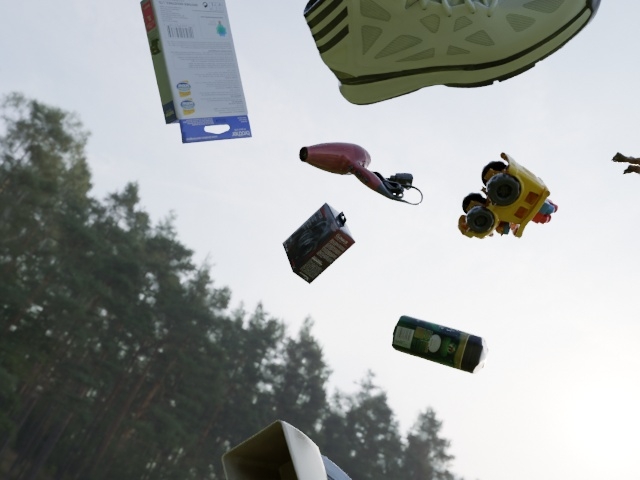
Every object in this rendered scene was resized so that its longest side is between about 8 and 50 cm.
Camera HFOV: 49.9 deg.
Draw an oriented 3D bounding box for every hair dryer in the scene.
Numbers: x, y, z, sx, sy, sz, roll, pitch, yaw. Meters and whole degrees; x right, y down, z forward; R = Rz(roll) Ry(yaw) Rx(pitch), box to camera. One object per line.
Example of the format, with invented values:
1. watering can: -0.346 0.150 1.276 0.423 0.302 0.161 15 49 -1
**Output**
1. hair dryer: 0.094 -0.170 1.581 0.294 0.080 0.223 15 15 -1

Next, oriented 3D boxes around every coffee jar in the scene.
1. coffee jar: 0.243 0.210 1.388 0.185 0.079 0.096 15 -7 24

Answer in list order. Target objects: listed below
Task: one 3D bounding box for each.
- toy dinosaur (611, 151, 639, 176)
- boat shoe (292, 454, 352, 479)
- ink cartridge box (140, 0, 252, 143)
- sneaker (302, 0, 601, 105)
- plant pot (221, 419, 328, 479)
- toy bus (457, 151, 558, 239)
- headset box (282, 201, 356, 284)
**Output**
1. toy dinosaur: 0.781 -0.144 1.532 0.200 0.127 0.296 49 15 27
2. boat shoe: 0.046 0.380 0.916 0.229 0.076 0.080 35 -36 31
3. ink cartridge box: -0.260 -0.358 1.458 0.065 0.186 0.310 -12 -89 48
4. sneaker: 0.171 -0.365 1.036 0.448 0.169 0.257 -11 -38 29
5. plant pot: -0.049 0.313 0.901 0.109 0.109 0.096 -36 -37 20
6. toy bus: 0.481 -0.080 1.733 0.212 0.149 0.220 28 -68 -8
7. headset box: 0.000 0.000 0.799 0.083 0.062 0.032 -43 -55 15
